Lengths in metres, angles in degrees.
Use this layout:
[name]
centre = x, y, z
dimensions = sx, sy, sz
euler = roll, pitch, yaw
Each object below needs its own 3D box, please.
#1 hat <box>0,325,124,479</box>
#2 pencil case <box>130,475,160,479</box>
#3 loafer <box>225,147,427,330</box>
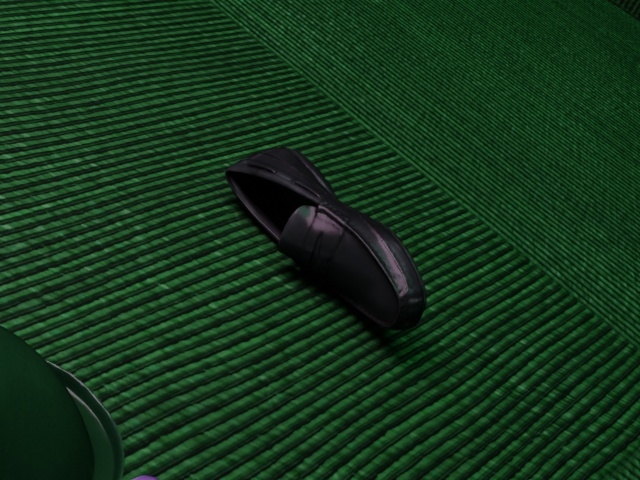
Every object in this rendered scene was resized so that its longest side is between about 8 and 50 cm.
[hat]
centre = -0.186, 0.049, 0.554
dimensions = 0.208, 0.184, 0.173
euler = 2, 36, -31
[pencil case]
centre = -0.056, 0.208, 0.519
dimensions = 0.206, 0.086, 0.088
euler = 40, 0, 22
[loafer]
centre = 0.000, 0.000, 0.873
dimensions = 0.078, 0.076, 0.223
euler = -12, 44, -38
